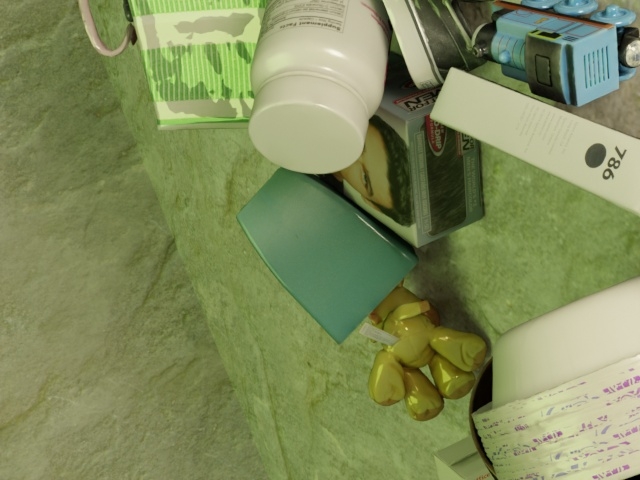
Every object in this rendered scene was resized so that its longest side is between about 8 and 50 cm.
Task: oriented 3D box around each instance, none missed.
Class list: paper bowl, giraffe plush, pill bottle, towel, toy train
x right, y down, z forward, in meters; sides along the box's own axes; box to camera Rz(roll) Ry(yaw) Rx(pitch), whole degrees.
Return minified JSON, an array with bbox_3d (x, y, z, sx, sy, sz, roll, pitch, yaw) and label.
[{"bbox_3d":[0.275,0.120,0.864,0.148,0.284,0.284,68,160,11],"label":"paper bowl"},{"bbox_3d":[0.130,0.142,1.427,0.210,0.181,0.170,43,-166,-22],"label":"giraffe plush"},{"bbox_3d":[0.004,-0.232,1.138,0.160,0.161,0.283,107,174,-59],"label":"pill bottle"},{"bbox_3d":[-0.156,-0.308,1.298,0.248,0.038,0.324,1,117,21],"label":"towel"},{"bbox_3d":[0.224,-0.190,0.911,0.184,0.105,0.080,36,143,53],"label":"toy train"}]

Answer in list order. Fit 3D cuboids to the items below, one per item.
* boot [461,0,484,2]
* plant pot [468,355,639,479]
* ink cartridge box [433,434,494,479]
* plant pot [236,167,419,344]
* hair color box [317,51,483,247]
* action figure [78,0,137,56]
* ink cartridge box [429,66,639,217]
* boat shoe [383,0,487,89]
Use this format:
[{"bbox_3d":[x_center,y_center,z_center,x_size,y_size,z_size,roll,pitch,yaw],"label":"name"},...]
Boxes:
[{"bbox_3d":[0.180,-0.363,0.841,0.223,0.118,0.338,30,143,49],"label":"boot"},{"bbox_3d":[0.292,0.252,1.109,0.215,0.215,0.230,50,168,37],"label":"plant pot"},{"bbox_3d":[0.245,0.375,1.467,0.090,0.092,0.143,28,135,60],"label":"ink cartridge box"},{"bbox_3d":[0.000,0.000,1.388,0.234,0.165,0.166,43,-174,-3],"label":"plant pot"},{"bbox_3d":[0.066,-0.161,1.313,0.374,0.114,0.185,39,146,50],"label":"hair color box"},{"bbox_3d":[-0.153,-0.411,1.345,0.370,0.276,0.248,13,134,36],"label":"action figure"},{"bbox_3d":[0.262,-0.072,0.862,0.333,0.165,0.065,39,110,50],"label":"ink cartridge box"},{"bbox_3d":[0.107,-0.327,1.065,0.108,0.102,0.301,-41,-69,-72],"label":"boat shoe"}]
